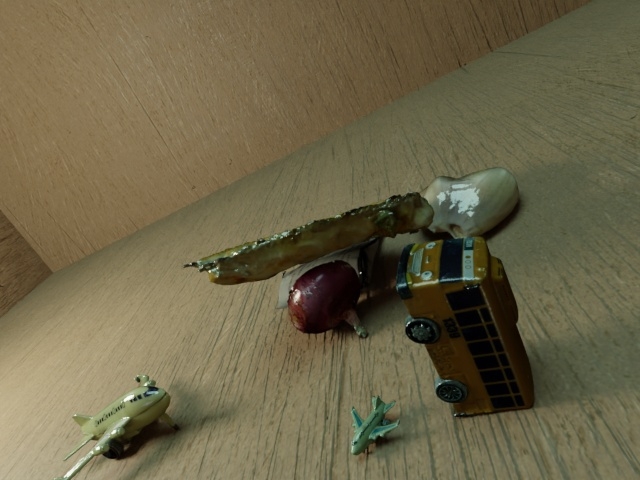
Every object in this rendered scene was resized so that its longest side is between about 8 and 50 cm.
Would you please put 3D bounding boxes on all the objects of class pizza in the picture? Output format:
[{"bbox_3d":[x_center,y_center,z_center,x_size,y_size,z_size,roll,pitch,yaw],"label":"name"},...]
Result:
[{"bbox_3d":[0.025,-0.009,0.868,0.392,0.080,0.435,-16,3,24],"label":"pizza"}]

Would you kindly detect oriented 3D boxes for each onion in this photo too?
[{"bbox_3d":[0.026,0.118,0.805,0.150,0.150,0.140,-34,55,-11],"label":"onion"}]

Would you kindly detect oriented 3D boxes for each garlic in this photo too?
[{"bbox_3d":[0.282,-0.084,0.935,0.217,0.110,0.228,-20,22,14],"label":"garlic"}]

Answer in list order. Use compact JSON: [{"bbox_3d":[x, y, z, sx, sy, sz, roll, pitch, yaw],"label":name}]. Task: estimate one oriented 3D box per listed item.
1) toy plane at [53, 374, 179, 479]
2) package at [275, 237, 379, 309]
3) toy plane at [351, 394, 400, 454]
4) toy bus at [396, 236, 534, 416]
[{"bbox_3d":[-0.354,0.319,0.836,0.256,0.104,0.242,-20,20,24],"label":"toy plane"},{"bbox_3d":[0.025,0.054,1.017,0.204,0.062,0.251,-18,20,25],"label":"package"},{"bbox_3d":[0.064,0.235,0.587,0.080,0.033,0.083,-3,40,48],"label":"toy plane"},{"bbox_3d":[0.168,0.096,0.533,0.114,0.201,0.098,-16,24,26],"label":"toy bus"}]
